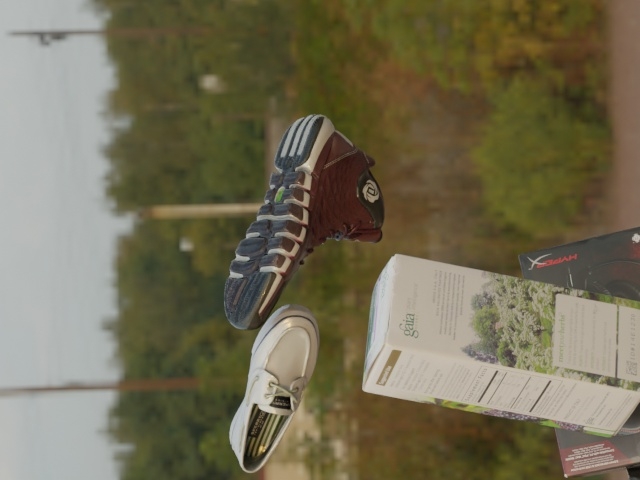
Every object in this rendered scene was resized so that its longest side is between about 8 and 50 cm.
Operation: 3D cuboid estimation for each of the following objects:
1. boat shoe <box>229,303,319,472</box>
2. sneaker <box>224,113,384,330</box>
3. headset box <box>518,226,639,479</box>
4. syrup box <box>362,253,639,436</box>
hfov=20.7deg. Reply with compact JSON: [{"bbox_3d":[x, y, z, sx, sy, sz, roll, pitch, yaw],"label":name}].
[{"bbox_3d":[-0.051,0.189,2.166,0.076,0.083,0.226,-107,29,-57],"label":"boat shoe"},{"bbox_3d":[0.000,0.000,2.143,0.106,0.162,0.281,5,71,57],"label":"sneaker"},{"bbox_3d":[0.367,0.138,2.004,0.110,0.218,0.293,20,-122,-71],"label":"headset box"},{"bbox_3d":[0.161,0.094,1.545,0.096,0.237,0.093,109,170,-57],"label":"syrup box"}]
